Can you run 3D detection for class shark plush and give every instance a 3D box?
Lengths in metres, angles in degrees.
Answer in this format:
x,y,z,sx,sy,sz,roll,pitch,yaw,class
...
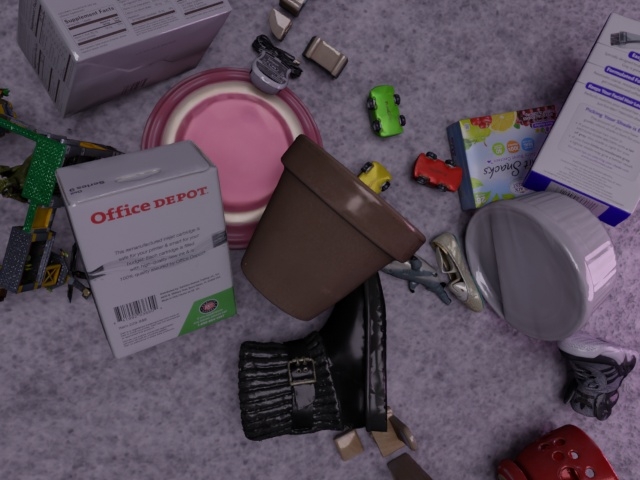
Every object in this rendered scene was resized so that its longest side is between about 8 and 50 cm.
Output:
x,y,z,sx,sy,sz,roll,pitch,yaw,class
0.190,0.071,1.122,0.161,0.073,0.067,34,103,-29,shark plush

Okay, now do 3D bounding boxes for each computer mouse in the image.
x,y,z,sx,sy,sz,roll,pitch,yaw,class
-0.090,-0.298,1.013,0.106,0.193,0.042,34,120,-14,computer mouse

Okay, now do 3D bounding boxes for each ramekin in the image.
x,y,z,sx,sy,sz,roll,pitch,yaw,class
0.401,0.034,1.049,0.127,0.273,0.273,-26,93,-23,ramekin

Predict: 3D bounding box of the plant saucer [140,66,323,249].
x,y,z,sx,sy,sz,roll,pitch,yaw,class
-0.152,-0.150,1.031,0.332,0.084,0.332,0,88,-10,plant saucer

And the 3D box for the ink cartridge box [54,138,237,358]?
x,y,z,sx,sy,sz,roll,pitch,yaw,class
-0.258,0.012,0.897,0.211,0.121,0.289,-18,129,-24,ink cartridge box

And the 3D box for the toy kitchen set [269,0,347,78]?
x,y,z,sx,sy,sz,roll,pitch,yaw,class
0.018,-0.435,1.073,0.166,0.122,0.207,32,103,-9,toy kitchen set

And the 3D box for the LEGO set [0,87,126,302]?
x,y,z,sx,sy,sz,roll,pitch,yaw,class
-0.470,-0.068,0.945,0.254,0.192,0.331,14,97,11,LEGO set

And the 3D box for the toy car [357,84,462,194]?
x,y,z,sx,sy,sz,roll,pitch,yaw,class
0.137,-0.181,1.103,0.239,0.053,0.225,-13,91,-12,toy car

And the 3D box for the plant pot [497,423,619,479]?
x,y,z,sx,sy,sz,roll,pitch,yaw,class
0.439,0.463,1.077,0.174,0.191,0.191,-19,92,-6,plant pot

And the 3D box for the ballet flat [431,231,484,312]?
x,y,z,sx,sy,sz,roll,pitch,yaw,class
0.259,0.067,1.118,0.052,0.057,0.168,-20,83,-22,ballet flat

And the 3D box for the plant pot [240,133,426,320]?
x,y,z,sx,sy,sz,roll,pitch,yaw,class
0.000,0.000,0.929,0.263,0.263,0.229,38,96,-8,plant pot

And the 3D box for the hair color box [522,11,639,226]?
x,y,z,sx,sy,sz,roll,pitch,yaw,class
0.532,-0.219,1.053,0.185,0.110,0.339,28,86,14,hair color box

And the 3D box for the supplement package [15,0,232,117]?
x,y,z,sx,sy,sz,roll,pitch,yaw,class
-0.310,-0.336,0.907,0.262,0.204,0.145,-33,95,-31,supplement package

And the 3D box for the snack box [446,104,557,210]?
x,y,z,sx,sy,sz,roll,pitch,yaw,class
0.369,-0.161,1.137,0.207,0.070,0.175,-10,91,-10,snack box

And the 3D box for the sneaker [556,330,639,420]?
x,y,z,sx,sy,sz,roll,pitch,yaw,class
0.514,0.260,1.101,0.268,0.101,0.153,18,93,-43,sneaker

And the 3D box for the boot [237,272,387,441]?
x,y,z,sx,sy,sz,roll,pitch,yaw,class
-0.015,0.175,1.028,0.260,0.131,0.348,-2,69,9,boot

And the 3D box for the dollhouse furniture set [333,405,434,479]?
x,y,z,sx,sy,sz,roll,pitch,yaw,class
0.039,0.511,1.005,0.355,0.174,0.303,-25,93,-11,dollhouse furniture set
